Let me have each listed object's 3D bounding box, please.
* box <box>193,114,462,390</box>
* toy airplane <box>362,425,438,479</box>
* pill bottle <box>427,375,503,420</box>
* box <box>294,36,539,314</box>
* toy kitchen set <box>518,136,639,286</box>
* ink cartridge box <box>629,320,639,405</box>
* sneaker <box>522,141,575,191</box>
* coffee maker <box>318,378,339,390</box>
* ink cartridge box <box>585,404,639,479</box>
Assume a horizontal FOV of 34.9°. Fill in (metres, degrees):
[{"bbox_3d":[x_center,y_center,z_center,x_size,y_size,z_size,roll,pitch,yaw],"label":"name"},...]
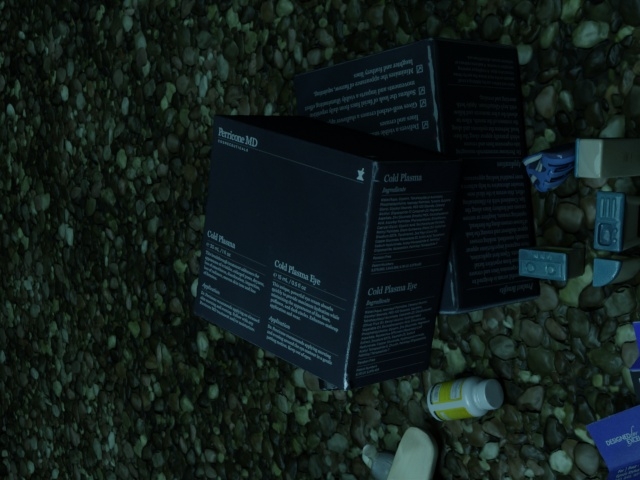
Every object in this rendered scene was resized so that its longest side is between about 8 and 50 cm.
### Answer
[{"bbox_3d":[0.000,0.000,1.464,0.343,0.179,0.312,22,111,43],"label":"box"},{"bbox_3d":[0.087,0.549,1.717,0.386,0.272,0.384,-27,83,7],"label":"toy airplane"},{"bbox_3d":[0.233,0.252,1.634,0.116,0.065,0.065,-18,81,46],"label":"pill bottle"},{"bbox_3d":[0.146,-0.087,1.584,0.294,0.212,0.395,-5,90,46],"label":"box"},{"bbox_3d":[0.352,-0.043,1.436,0.166,0.122,0.207,8,99,46],"label":"toy kitchen set"},{"bbox_3d":[0.512,0.202,1.329,0.206,0.045,0.208,-12,94,47],"label":"ink cartridge box"},{"bbox_3d":[0.338,-0.105,1.467,0.144,0.053,0.059,144,112,-83],"label":"sneaker"},{"bbox_3d":[0.027,0.168,1.767,0.120,0.171,0.178,-14,85,30],"label":"coffee maker"},{"bbox_3d":[0.516,0.341,1.299,0.304,0.072,0.307,-36,83,45],"label":"ink cartridge box"}]
